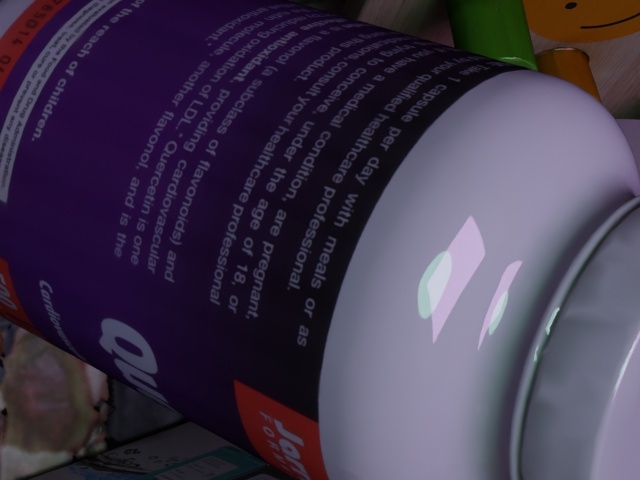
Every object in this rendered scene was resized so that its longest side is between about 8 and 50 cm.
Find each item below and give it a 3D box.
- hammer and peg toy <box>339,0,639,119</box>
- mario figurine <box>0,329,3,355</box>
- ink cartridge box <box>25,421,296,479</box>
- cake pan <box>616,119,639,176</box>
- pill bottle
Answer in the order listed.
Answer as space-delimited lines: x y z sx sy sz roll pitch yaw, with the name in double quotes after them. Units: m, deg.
0.167 -0.157 0.611 0.266 0.361 0.127 1 64 -17 "hammer and peg toy"
-0.251 0.068 0.413 0.198 0.170 0.320 52 32 -7 "mario figurine"
-0.042 0.214 0.637 0.270 0.197 0.198 -16 108 -35 "ink cartridge box"
0.235 0.015 0.917 0.293 0.054 0.293 -8 103 -38 "cake pan"
0.000 0.000 0.533 0.181 0.323 0.181 -30 131 -42 "pill bottle"
